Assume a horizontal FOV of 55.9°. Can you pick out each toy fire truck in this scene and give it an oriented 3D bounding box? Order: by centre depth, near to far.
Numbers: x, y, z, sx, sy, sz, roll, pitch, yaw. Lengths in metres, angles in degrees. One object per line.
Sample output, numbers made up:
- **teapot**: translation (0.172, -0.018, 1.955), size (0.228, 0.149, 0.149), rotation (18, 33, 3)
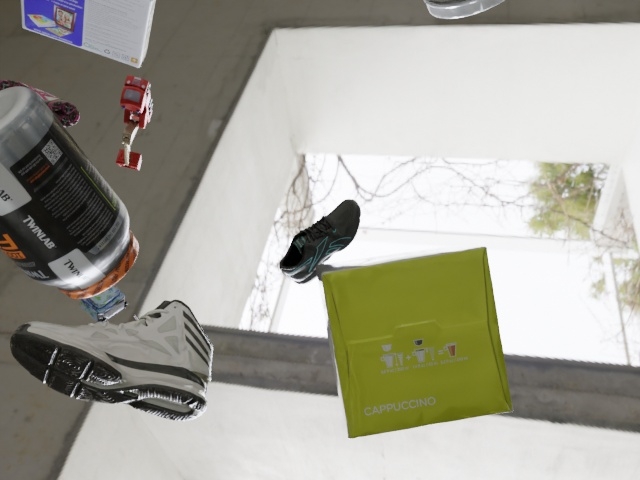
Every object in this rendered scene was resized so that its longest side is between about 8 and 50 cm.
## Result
- **toy fire truck**: translation (-0.384, -0.235, 1.234), size (0.047, 0.192, 0.135), rotation (14, -106, -9)

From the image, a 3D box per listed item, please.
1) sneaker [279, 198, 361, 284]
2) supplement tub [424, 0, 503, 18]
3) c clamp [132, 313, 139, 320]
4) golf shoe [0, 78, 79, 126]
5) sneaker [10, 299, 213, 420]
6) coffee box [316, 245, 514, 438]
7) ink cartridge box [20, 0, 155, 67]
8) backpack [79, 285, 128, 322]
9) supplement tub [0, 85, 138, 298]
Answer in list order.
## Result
- **sneaker**: translation (0.000, 0.000, 1.540), size (0.267, 0.106, 0.101), rotation (-52, -131, 8)
- **supplement tub**: translation (0.247, -0.615, 1.117), size (0.241, 0.331, 0.241), rotation (-19, -141, 16)
- **c clamp**: translation (-0.505, 0.275, 1.551), size (0.022, 0.137, 0.161), rotation (30, -108, 27)
- **golf shoe**: translation (-0.624, -0.297, 1.304), size (0.086, 0.186, 0.068), rotation (29, -83, 43)
- **sneaker**: translation (-0.462, 0.239, 1.416), size (0.447, 0.169, 0.258), rotation (24, -141, -18)
- **coffee box**: translation (0.185, 0.200, 1.330), size (0.337, 0.334, 0.338), rotation (-9, -90, -2)
- **ink cartridge box**: translation (-0.380, -0.398, 0.992), size (0.206, 0.208, 0.045), rotation (17, -121, -16)
- **backpack**: translation (-0.632, 0.163, 1.734), size (0.114, 0.084, 0.105), rotation (29, -136, 19)
- **supplement tub**: translation (-0.438, -0.062, 0.954), size (0.193, 0.316, 0.194), rotation (-16, -139, 14)
